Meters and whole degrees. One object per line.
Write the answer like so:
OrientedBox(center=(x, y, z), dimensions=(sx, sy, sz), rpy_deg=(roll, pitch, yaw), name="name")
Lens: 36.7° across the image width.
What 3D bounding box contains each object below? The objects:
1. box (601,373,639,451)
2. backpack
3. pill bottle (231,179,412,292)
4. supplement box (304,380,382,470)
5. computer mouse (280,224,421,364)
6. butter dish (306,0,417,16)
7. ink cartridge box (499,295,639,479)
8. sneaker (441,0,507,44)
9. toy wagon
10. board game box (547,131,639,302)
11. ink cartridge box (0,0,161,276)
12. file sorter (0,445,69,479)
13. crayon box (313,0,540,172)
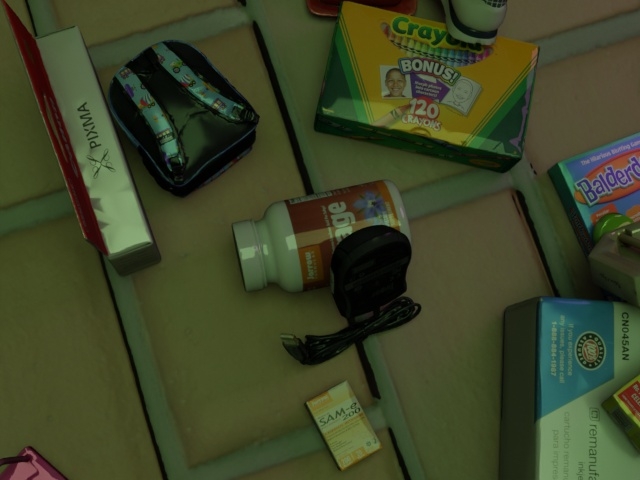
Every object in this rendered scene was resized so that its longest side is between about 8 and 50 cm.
OrientedBox(center=(0.440, 0.148, 1.101), dimensions=(0.232, 0.058, 0.087), rpy_deg=(-33, 70, -9), name="box")
OrientedBox(center=(-0.185, -0.163, 1.259), dimensions=(0.158, 0.117, 0.173), rpy_deg=(-40, 85, -10), name="backpack")
OrientedBox(center=(0.000, 0.000, 1.241), dimensions=(0.216, 0.121, 0.121), rpy_deg=(-13, 80, -7), name="pill bottle")
OrientedBox(center=(0.029, 0.237, 1.240), dimensions=(0.062, 0.036, 0.098), rpy_deg=(-28, 82, -10), name="supplement box")
OrientedBox(center=(0.024, 0.063, 1.178), dimensions=(0.184, 0.262, 0.060), rpy_deg=(-26, 62, -4), name="computer mouse")
OrientedBox(center=(0.060, -0.398, 1.324), dimensions=(0.159, 0.118, 0.160), rpy_deg=(0, 79, -4), name="butter dish")
OrientedBox(center=(0.437, 0.228, 1.208), dimensions=(0.394, 0.166, 0.286), rpy_deg=(4, 80, -5), name="ink cartridge box")
OrientedBox(center=(0.199, -0.366, 1.303), dimensions=(0.090, 0.095, 0.235), rpy_deg=(-5, 49, -16), name="sneaker")
OrientedBox(center=(0.507, -0.005, 1.165), dimensions=(0.344, 0.267, 0.068), rpy_deg=(-17, 106, -9), name="toy wagon")
OrientedBox(center=(0.427, -0.033, 1.319), dimensions=(0.160, 0.047, 0.210), rpy_deg=(-21, 81, -9), name="board game box")
OrientedBox(center=(-0.279, -0.120, 1.170), dimensions=(0.066, 0.261, 0.296), rpy_deg=(-20, 82, -7), name="ink cartridge box")
OrientedBox(center=(-0.315, 0.410, 1.105), dimensions=(0.290, 0.182, 0.202), rpy_deg=(40, 79, 4), name="file sorter")
OrientedBox(center=(0.143, -0.206, 1.312), dimensions=(0.278, 0.081, 0.166), rpy_deg=(12, 78, -2), name="crayon box")
